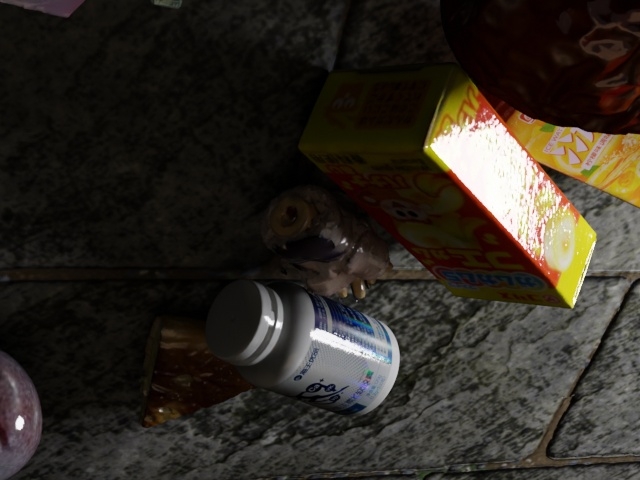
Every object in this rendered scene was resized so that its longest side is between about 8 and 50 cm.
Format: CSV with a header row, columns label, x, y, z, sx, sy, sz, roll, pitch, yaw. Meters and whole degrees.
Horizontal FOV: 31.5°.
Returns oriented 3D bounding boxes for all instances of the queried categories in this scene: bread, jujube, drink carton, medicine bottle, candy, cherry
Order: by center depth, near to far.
label,x,y,z,sx,sy,sz,roll,pitch,yaw
jujube,0.219,-0.190,0.864,0.232,0.213,0.213,9,129,-18
candy,0.119,-0.043,1.008,0.146,0.088,0.276,4,153,41
drink carton,0.253,-0.108,1.047,0.222,0.071,0.096,20,125,-32
cherry,-0.348,0.168,1.076,0.176,0.140,0.176,3,152,1
medicine bottle,-0.018,0.104,1.127,0.191,0.107,0.107,25,121,-41
bread,-0.137,0.118,1.151,0.154,0.054,0.136,-25,136,-1

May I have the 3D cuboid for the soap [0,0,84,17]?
label,x,y,z,sx,sy,sz,roll,pitch,yaw
soap,-0.177,-0.236,0.802,0.100,0.056,0.149,10,129,-28

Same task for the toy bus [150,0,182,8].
label,x,y,z,sx,sy,sz,roll,pitch,yaw
toy bus,-0.108,-0.219,0.851,0.031,0.037,0.083,6,129,-24

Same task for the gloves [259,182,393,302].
label,x,y,z,sx,sy,sz,roll,pitch,yaw
gloves,0.006,-0.004,1.053,0.110,0.094,0.144,-11,156,5
